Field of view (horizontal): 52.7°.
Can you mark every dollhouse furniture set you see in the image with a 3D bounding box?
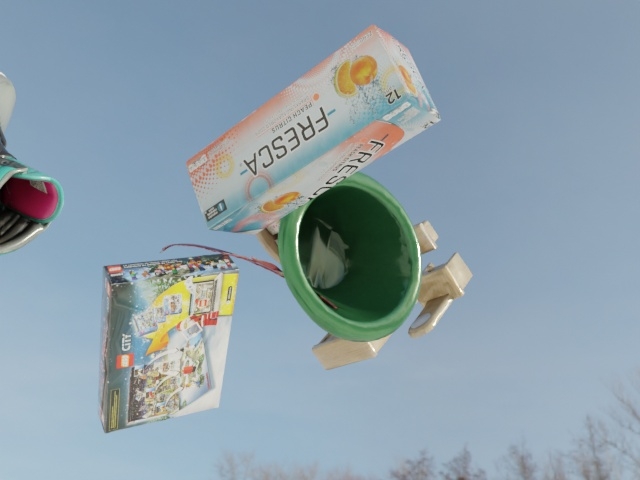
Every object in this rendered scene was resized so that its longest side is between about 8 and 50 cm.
[{"bbox_3d":[0.000,0.000,1.000,0.303,0.174,0.355,-27,-78,46],"label":"dollhouse furniture set"}]

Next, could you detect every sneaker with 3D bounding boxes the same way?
[{"bbox_3d":[-0.408,-0.095,0.821,0.178,0.295,0.124,8,-29,4],"label":"sneaker"}]

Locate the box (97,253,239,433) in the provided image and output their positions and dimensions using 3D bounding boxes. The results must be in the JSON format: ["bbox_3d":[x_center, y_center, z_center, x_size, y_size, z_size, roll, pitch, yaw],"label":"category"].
[{"bbox_3d":[-0.200,0.133,0.835,0.159,0.044,0.233,-5,-58,-30],"label":"box"}]

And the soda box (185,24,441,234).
[{"bbox_3d":[-0.010,-0.072,0.469,0.183,0.063,0.058,-30,-19,27],"label":"soda box"}]

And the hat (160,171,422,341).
[{"bbox_3d":[-0.019,0.019,0.723,0.208,0.173,0.183,50,-32,-15],"label":"hat"}]
